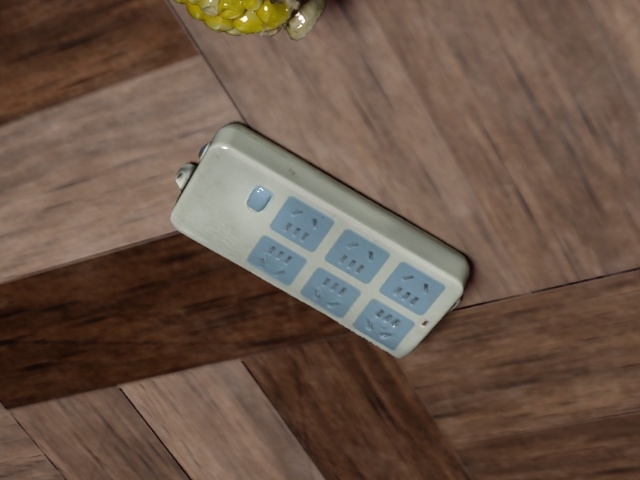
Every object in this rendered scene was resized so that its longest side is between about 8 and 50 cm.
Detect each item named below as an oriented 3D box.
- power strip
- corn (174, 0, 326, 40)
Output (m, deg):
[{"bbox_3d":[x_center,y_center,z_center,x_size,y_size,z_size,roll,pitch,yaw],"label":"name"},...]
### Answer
[{"bbox_3d":[0.000,0.000,0.880,0.192,0.035,0.081,30,133,-7],"label":"power strip"},{"bbox_3d":[-0.110,-0.223,0.691,0.097,0.097,0.320,-31,112,37],"label":"corn"}]
